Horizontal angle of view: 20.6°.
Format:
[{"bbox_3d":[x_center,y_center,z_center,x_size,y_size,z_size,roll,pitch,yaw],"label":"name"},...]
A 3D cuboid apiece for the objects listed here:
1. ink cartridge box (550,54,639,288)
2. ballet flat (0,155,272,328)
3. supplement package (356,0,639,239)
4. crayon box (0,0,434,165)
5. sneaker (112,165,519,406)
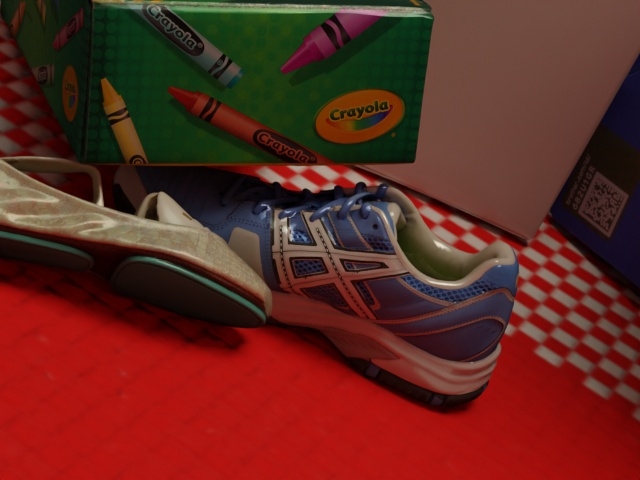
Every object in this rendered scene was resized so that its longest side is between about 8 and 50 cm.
[{"bbox_3d":[0.327,-0.087,1.123,0.395,0.270,0.151,3,30,-41],"label":"ink cartridge box"},{"bbox_3d":[-0.094,-0.006,0.805,0.168,0.057,0.052,18,67,-19],"label":"ballet flat"},{"bbox_3d":[0.116,-0.184,1.074,0.175,0.293,0.177,23,25,-8],"label":"supplement package"},{"bbox_3d":[-0.068,-0.120,0.923,0.165,0.081,0.278,-1,22,-18],"label":"crayon box"},{"bbox_3d":[0.000,0.000,0.867,0.211,0.081,0.080,24,27,-4],"label":"sneaker"}]
